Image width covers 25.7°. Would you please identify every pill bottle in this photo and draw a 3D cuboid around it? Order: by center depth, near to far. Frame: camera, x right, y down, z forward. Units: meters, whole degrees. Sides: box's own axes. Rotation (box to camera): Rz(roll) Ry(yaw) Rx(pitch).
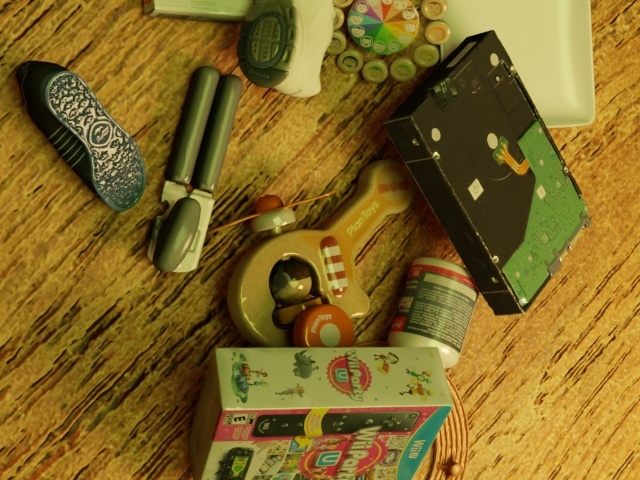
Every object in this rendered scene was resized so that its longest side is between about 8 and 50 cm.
[{"bbox_3d":[0.156,0.125,2.003,0.108,0.108,0.180,27,73,-28],"label":"pill bottle"}]

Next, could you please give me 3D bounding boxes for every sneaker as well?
[{"bbox_3d":[-0.301,-0.136,1.769,0.081,0.090,0.232,-43,134,-19],"label":"sneaker"},{"bbox_3d":[-0.031,-0.328,1.861,0.129,0.111,0.297,29,70,-58],"label":"sneaker"}]

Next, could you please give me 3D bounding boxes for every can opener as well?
[{"bbox_3d":[-0.159,-0.090,1.842,0.074,0.093,0.280,17,82,-28],"label":"can opener"}]

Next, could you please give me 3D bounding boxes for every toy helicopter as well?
[{"bbox_3d":[0.000,0.000,1.932,0.235,0.140,0.355,50,61,-13],"label":"toy helicopter"}]

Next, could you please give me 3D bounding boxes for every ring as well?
[{"bbox_3d":[0.080,0.314,2.038,0.336,0.032,0.337,-2,95,-28],"label":"ring"}]

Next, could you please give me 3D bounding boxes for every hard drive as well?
[{"bbox_3d":[0.245,-0.094,1.985,0.237,0.064,0.339,-48,115,-35],"label":"hard drive"}]

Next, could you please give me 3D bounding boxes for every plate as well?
[{"bbox_3d":[0.281,-0.299,2.079,0.277,0.045,0.278,-8,99,-26],"label":"plate"}]

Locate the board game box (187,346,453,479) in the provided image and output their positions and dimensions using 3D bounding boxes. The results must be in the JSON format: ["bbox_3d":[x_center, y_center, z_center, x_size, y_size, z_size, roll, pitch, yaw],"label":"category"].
[{"bbox_3d":[-0.006,0.240,1.848,0.303,0.224,0.097,0,52,-17],"label":"board game box"}]

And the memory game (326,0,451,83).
[{"bbox_3d":[0.087,-0.296,1.925,0.186,0.012,0.186,3,126,4],"label":"memory game"}]

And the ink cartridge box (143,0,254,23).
[{"bbox_3d":[-0.163,-0.379,1.844,0.145,0.045,0.179,0,81,-28],"label":"ink cartridge box"}]
